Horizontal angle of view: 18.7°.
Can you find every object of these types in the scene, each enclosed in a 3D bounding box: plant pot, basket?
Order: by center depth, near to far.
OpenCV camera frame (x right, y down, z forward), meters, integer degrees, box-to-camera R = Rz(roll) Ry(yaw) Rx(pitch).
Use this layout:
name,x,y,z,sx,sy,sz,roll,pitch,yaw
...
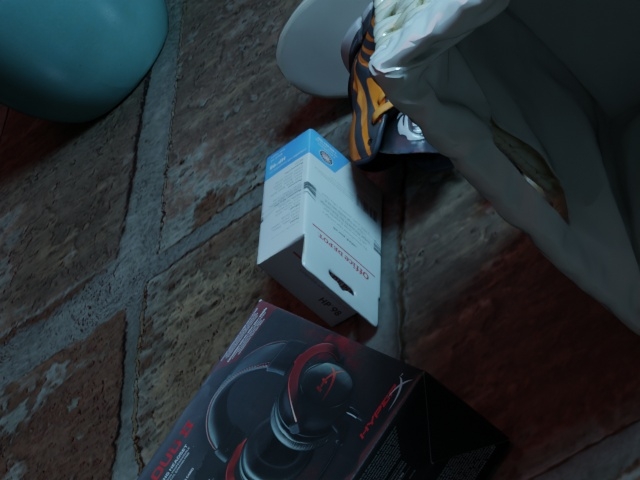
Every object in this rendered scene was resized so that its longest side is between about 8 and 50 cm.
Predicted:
name,x,y,z,sx,sy,sz,roll,pitch,yaw
basket,0.247,-0.175,1.382,0.331,0.328,0.266,-37,30,22
plant pot,-0.327,-0.283,2.358,0.293,0.235,0.293,-33,34,27

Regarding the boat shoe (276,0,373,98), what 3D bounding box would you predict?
name,x,y,z,sx,sy,sz,roll,pitch,yaw
boat shoe,0.107,-0.274,1.913,0.340,0.127,0.158,-32,18,27

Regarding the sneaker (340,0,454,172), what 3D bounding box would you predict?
name,x,y,z,sx,sy,sz,roll,pitch,yaw
sneaker,0.100,-0.169,1.711,0.321,0.124,0.180,109,162,-57

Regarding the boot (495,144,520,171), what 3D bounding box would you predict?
name,x,y,z,sx,sy,sz,roll,pitch,yaw
boot,0.211,-0.141,1.652,0.137,0.077,0.198,8,87,23

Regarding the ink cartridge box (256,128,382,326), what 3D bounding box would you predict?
name,x,y,z,sx,sy,sz,roll,pitch,yaw
ink cartridge box,0.000,0.000,1.732,0.060,0.104,0.180,-31,34,29

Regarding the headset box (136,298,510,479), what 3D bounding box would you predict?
name,x,y,z,sx,sy,sz,roll,pitch,yaw
headset box,-0.020,0.184,1.544,0.218,0.110,0.293,-55,30,-8
